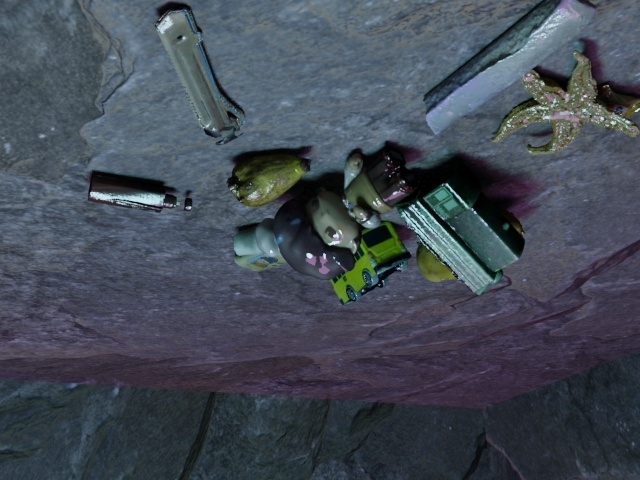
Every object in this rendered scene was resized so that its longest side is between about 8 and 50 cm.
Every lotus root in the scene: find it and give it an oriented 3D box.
[{"bbox_3d":[-0.106,-0.140,1.674,0.190,0.108,0.094,-18,-179,5],"label":"lotus root"}]

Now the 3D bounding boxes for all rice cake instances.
[{"bbox_3d":[0.317,-0.315,1.372,0.070,0.064,0.399,22,147,-25],"label":"rice cake"}]

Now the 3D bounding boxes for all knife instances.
[{"bbox_3d":[-0.217,-0.296,1.398,0.089,0.043,0.365,-35,153,-8],"label":"knife"}]

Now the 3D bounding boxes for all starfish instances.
[{"bbox_3d":[0.463,-0.267,1.497,0.299,0.060,0.302,4,151,28],"label":"starfish"}]

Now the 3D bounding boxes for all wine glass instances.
[{"bbox_3d":[-0.127,-0.005,1.991,0.195,0.079,0.079,-9,155,12],"label":"wine glass"}]

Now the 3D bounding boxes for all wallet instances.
[{"bbox_3d":[-0.151,0.047,2.153,0.155,0.039,0.110,-19,149,34],"label":"wallet"}]

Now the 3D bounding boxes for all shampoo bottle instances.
[{"bbox_3d":[-0.414,-0.100,1.769,0.236,0.067,0.068,10,-167,-23],"label":"shampoo bottle"}]

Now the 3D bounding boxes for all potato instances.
[{"bbox_3d":[0.376,0.013,1.966,0.300,0.173,0.140,-21,129,35],"label":"potato"}]

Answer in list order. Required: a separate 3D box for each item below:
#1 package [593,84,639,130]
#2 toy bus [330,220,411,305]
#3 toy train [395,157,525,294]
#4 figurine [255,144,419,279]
[{"bbox_3d":[0.578,-0.265,1.542,0.120,0.031,0.108,11,152,-28],"label":"package"},{"bbox_3d":[0.121,0.065,2.081,0.128,0.150,0.262,-24,167,-29],"label":"toy bus"},{"bbox_3d":[0.329,-0.034,1.758,0.330,0.138,0.178,45,132,-11],"label":"toy train"},{"bbox_3d":[0.044,-0.052,1.724,0.365,0.218,0.206,-39,-179,42],"label":"figurine"}]
